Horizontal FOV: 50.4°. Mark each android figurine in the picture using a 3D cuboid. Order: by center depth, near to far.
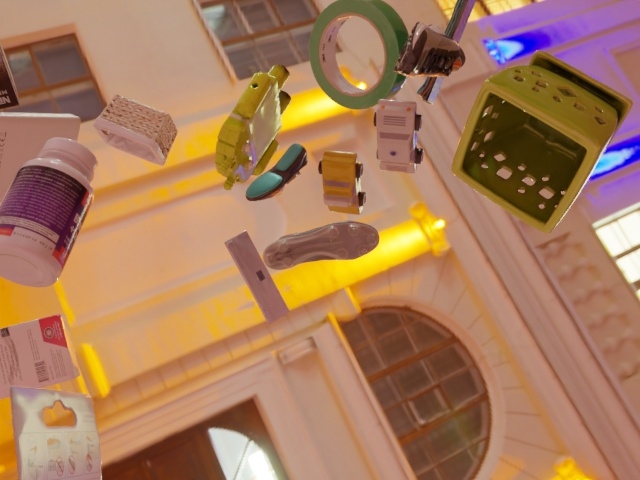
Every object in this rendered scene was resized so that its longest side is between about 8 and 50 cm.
[{"bbox_3d":[-0.138,-0.229,1.406,0.056,0.273,0.248,22,-27,11],"label":"android figurine"}]

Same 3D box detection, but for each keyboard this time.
[{"bbox_3d":[-0.172,0.101,1.855,0.256,0.072,0.014,62,-27,-4],"label":"keyboard"}]

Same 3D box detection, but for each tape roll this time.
[{"bbox_3d":[0.114,-0.553,2.014,0.321,0.077,0.321,16,-61,33],"label":"tape roll"}]

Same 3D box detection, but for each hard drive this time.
[{"bbox_3d":[-0.640,-0.167,1.427,0.040,0.307,0.203,22,-74,16],"label":"hard drive"}]

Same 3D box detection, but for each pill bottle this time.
[{"bbox_3d":[-0.376,-0.043,0.929,0.108,0.108,0.193,105,-3,-57],"label":"pill bottle"}]

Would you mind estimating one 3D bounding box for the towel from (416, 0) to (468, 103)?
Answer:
[{"bbox_3d":[0.363,-0.563,1.899,0.271,0.040,0.370,-35,148,-75],"label":"towel"}]

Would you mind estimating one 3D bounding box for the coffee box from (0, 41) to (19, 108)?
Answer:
[{"bbox_3d":[-0.810,-0.350,1.487,0.098,0.246,0.141,-123,-157,-46],"label":"coffee box"}]

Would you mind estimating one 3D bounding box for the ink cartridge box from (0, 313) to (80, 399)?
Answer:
[{"bbox_3d":[-0.759,0.300,1.733,0.100,0.237,0.172,150,-75,-76],"label":"ink cartridge box"}]

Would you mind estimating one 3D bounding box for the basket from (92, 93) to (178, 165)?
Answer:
[{"bbox_3d":[-0.446,-0.272,1.659,0.167,0.103,0.113,21,-17,9],"label":"basket"}]

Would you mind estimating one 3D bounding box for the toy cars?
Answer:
[{"bbox_3d":[0.103,-0.158,1.508,0.176,0.087,0.393,33,-39,-17],"label":"toy cars"}]

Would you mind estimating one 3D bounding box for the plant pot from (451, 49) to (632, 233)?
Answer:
[{"bbox_3d":[0.404,-0.191,1.226,0.228,0.207,0.227,36,-34,19],"label":"plant pot"}]

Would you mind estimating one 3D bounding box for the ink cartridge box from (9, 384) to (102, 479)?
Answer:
[{"bbox_3d":[-0.431,0.432,1.052,0.308,0.091,0.385,77,2,-74],"label":"ink cartridge box"}]

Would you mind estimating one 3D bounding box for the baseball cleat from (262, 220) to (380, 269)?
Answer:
[{"bbox_3d":[0.000,0.000,1.192,0.109,0.205,0.072,-82,164,-76],"label":"baseball cleat"}]

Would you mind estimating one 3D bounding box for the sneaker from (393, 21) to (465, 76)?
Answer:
[{"bbox_3d":[0.231,-0.380,1.384,0.108,0.271,0.100,34,-59,12],"label":"sneaker"}]

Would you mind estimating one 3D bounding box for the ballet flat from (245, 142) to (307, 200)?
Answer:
[{"bbox_3d":[-0.101,-0.152,1.672,0.074,0.203,0.074,35,-22,16],"label":"ballet flat"}]
